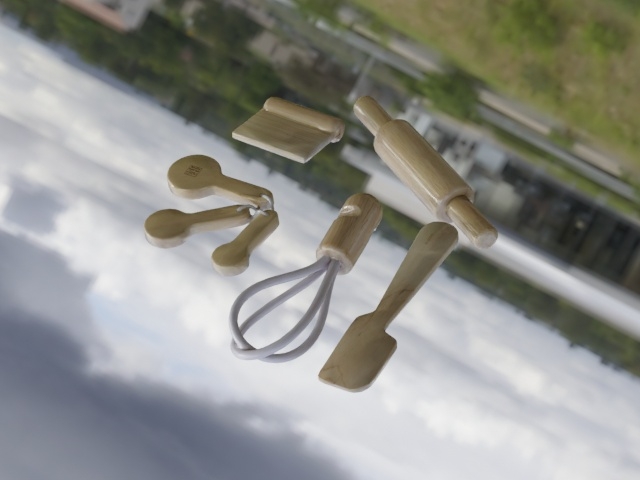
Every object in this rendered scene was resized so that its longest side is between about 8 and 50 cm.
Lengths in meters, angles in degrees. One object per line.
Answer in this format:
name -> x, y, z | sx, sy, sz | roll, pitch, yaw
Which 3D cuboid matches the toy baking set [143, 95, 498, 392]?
toy baking set -> 0.005, -0.004, 0.974 | 0.256, 0.197, 0.030 | 46, 155, 40
